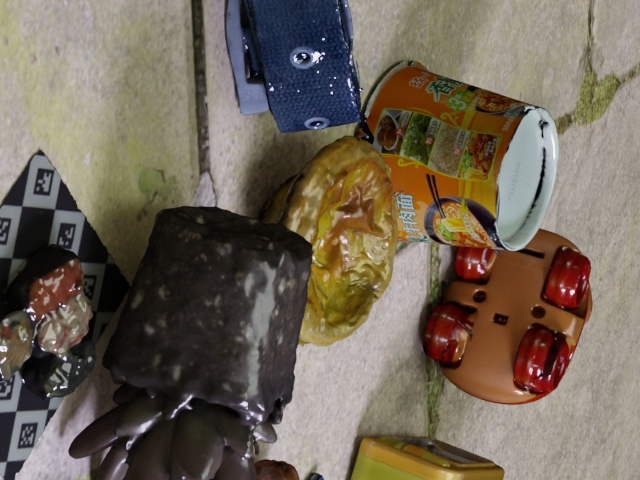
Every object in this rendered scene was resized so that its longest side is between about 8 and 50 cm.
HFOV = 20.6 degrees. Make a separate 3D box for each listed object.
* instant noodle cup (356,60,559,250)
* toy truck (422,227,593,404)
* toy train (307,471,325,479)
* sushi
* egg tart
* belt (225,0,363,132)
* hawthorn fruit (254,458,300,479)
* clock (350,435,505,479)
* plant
[{"bbox_3d":[0.167,-0.087,2.102,0.230,0.182,0.230,-35,132,-51],"label":"instant noodle cup"},{"bbox_3d":[0.269,0.107,2.375,0.239,0.189,0.265,57,52,-64],"label":"toy truck"},{"bbox_3d":[-0.022,0.309,2.097,0.083,0.017,0.017,-50,139,-41],"label":"toy train"},{"bbox_3d":[-0.244,0.075,1.565,0.231,0.047,0.219,-61,148,-27],"label":"sushi"},{"bbox_3d":[0.000,0.000,1.918,0.241,0.106,0.241,-26,121,-53],"label":"egg tart"},{"bbox_3d":[-0.031,-0.208,1.769,0.122,0.128,0.218,-89,171,-57],"label":"belt"},{"bbox_3d":[-0.064,0.294,1.976,0.067,0.067,0.103,-1,115,-61],"label":"hawthorn fruit"},{"bbox_3d":[0.137,0.308,2.252,0.202,0.143,0.096,14,91,-62],"label":"clock"},{"bbox_3d":[-0.107,0.137,1.676,0.181,0.194,0.320,-17,123,-69],"label":"plant"}]
